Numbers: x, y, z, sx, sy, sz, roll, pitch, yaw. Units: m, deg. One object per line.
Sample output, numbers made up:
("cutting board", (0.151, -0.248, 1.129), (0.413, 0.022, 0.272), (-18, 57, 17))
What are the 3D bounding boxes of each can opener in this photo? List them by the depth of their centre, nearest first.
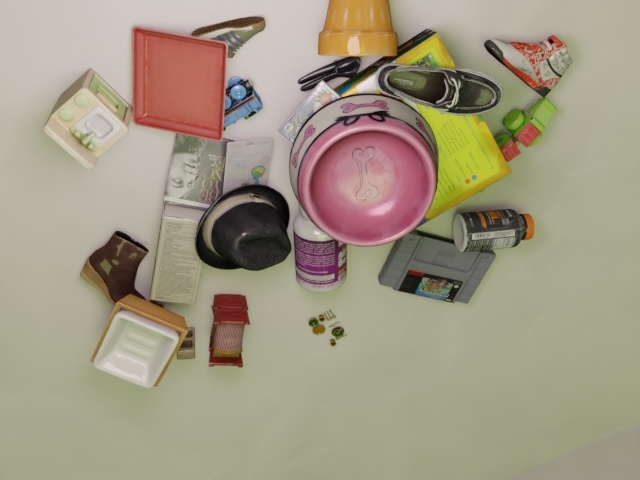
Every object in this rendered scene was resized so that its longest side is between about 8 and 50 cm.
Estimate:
("can opener", (0.024, -0.463, 1.736), (0.186, 0.059, 0.073), (-18, 152, 13))

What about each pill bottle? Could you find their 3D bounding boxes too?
("pill bottle", (0.000, 0.000, 1.964), (0.169, 0.169, 0.301), (-6, 124, -6))
("pill bottle", (0.568, -0.035, 2.068), (0.246, 0.130, 0.130), (-5, 124, -8))

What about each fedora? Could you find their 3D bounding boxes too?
("fedora", (-0.197, -0.004, 1.863), (0.334, 0.152, 0.334), (-25, 138, -25))

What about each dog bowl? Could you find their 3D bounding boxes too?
("dog bowl", (0.121, -0.163, 1.642), (0.408, 0.150, 0.408), (-1, 119, -2))

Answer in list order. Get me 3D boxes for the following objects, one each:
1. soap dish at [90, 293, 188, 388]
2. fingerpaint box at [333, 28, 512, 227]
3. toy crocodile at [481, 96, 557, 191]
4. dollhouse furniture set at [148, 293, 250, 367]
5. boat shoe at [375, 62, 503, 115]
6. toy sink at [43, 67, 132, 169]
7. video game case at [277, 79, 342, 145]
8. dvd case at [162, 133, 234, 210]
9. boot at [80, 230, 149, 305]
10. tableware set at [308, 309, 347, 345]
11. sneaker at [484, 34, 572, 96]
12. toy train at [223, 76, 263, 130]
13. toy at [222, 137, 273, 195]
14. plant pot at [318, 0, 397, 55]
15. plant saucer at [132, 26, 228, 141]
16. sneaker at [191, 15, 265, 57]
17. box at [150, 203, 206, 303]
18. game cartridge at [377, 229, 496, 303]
("soap dish", (-0.565, 0.315, 1.980), (0.229, 0.118, 0.291), (25, 123, -13))
("fingerpaint box", (0.258, -0.296, 1.778), (0.371, 0.163, 0.444), (-32, 110, 10))
("toy crocodile", (0.571, -0.290, 1.915), (0.340, 0.105, 0.115), (-43, 120, 17))
("dollhouse furniture set", (-0.432, 0.298, 2.090), (0.374, 0.152, 0.201), (2, 122, -12))
("boat shoe", (0.305, -0.374, 1.593), (0.335, 0.119, 0.121), (5, 112, -5))
("toy sink", (-0.583, -0.315, 1.613), (0.131, 0.234, 0.153), (-36, 121, 14))
("video game case", (0.018, -0.290, 1.673), (0.201, 0.023, 0.183), (39, 110, -15))
("dvd case", (-0.353, -0.199, 1.828), (0.165, 0.018, 0.221), (10, 106, -17))
("boot", (-0.599, 0.104, 1.970), (0.207, 0.090, 0.248), (-42, 117, 19))
("tableware set", (0.025, 0.321, 2.266), (0.104, 0.024, 0.154), (-26, 124, 7))
("sneaker", (0.589, -0.530, 1.773), (0.270, 0.090, 0.145), (27, 114, -29))
("toy train", (-0.251, -0.367, 1.734), (0.184, 0.080, 0.105), (-30, 129, 10))
("toy", (-0.224, -0.203, 1.852), (0.137, 0.056, 0.237), (-11, 132, -26))
("plant pot", (0.096, -0.568, 1.606), (0.205, 0.205, 0.187), (-3, 108, -9))
("plant saucer", (-0.362, -0.409, 1.649), (0.259, 0.047, 0.258), (12, 117, 8))
("sneaker", (-0.232, -0.522, 1.648), (0.192, 0.064, 0.086), (-13, 132, -1))
("box", (-0.429, 0.034, 1.936), (0.148, 0.121, 0.311), (9, 121, -16))
("game cartridge", (0.398, 0.096, 2.167), (0.355, 0.068, 0.230), (13, 115, -18))
